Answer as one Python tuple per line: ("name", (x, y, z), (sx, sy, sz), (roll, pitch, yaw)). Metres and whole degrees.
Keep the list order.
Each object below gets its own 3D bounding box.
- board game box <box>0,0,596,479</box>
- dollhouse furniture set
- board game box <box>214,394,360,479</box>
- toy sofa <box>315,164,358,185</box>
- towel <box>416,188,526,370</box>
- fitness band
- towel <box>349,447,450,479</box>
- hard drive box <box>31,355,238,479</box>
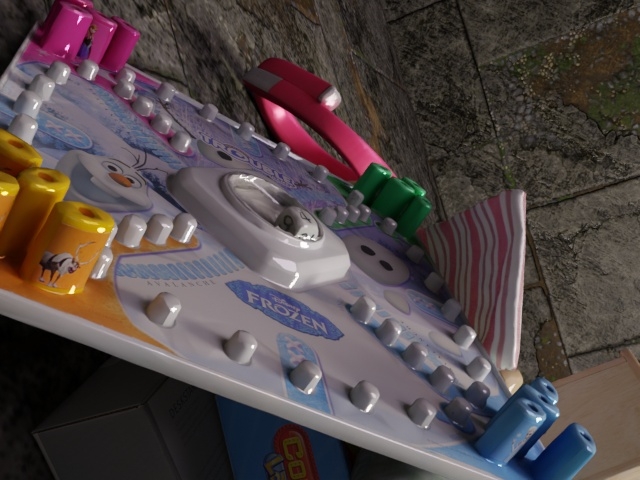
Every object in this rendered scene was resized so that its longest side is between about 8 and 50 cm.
("board game box", (-0.032, -0.023, 0.527), (0.390, 0.050, 0.390), (26, 22, -23))
("dollhouse furniture set", (0.273, 0.296, 0.804), (0.356, 0.173, 0.303), (74, -5, -48))
("board game box", (0.048, 0.246, 0.641), (0.302, 0.086, 0.308), (6, 68, -71))
("toy sofa", (0.062, 0.087, 0.927), (0.177, 0.150, 0.363), (-48, 125, -34))
("towel", (0.125, 0.043, 0.668), (0.197, 0.029, 0.144), (146, -51, -74))
("fitness band", (0.000, -0.133, 0.974), (0.291, 0.054, 0.209), (40, -11, 46))
("towel", (0.106, 0.291, 0.488), (0.320, 0.090, 0.374), (-53, 123, -70))
("hard drive box", (-0.088, 0.189, 0.573), (0.181, 0.089, 0.232), (-52, 124, -69))
